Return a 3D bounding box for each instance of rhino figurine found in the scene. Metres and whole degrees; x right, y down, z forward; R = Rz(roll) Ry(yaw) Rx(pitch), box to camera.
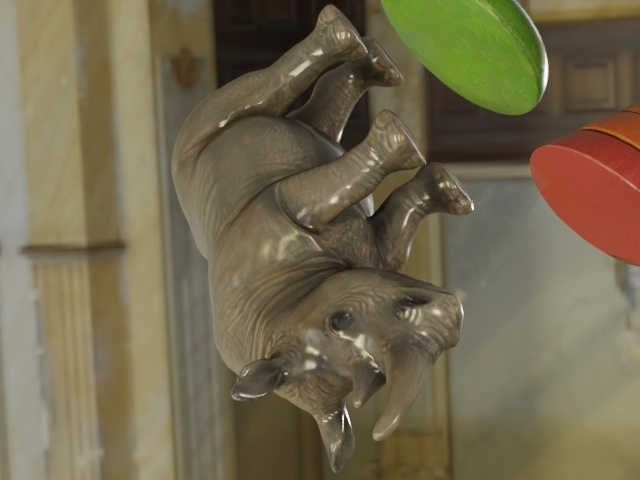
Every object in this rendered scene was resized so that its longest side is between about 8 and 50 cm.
[{"bbox_3d":[0.000,0.000,0.592,0.106,0.073,0.243,-38,-149,12],"label":"rhino figurine"}]

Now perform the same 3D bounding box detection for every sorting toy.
[{"bbox_3d":[0.138,-0.147,1.016,0.126,0.365,0.127,-47,-166,-15],"label":"sorting toy"}]
